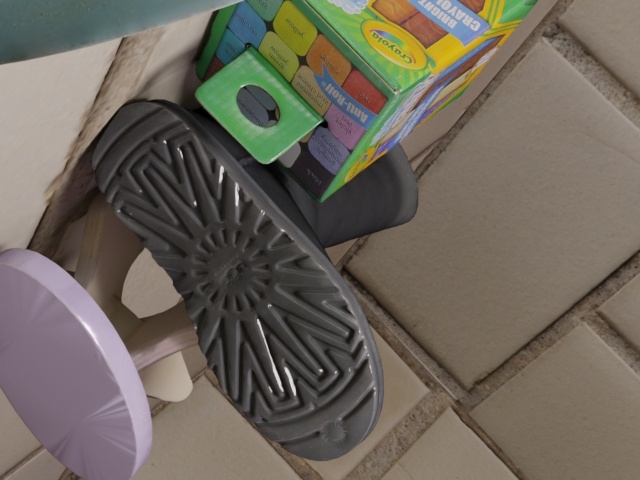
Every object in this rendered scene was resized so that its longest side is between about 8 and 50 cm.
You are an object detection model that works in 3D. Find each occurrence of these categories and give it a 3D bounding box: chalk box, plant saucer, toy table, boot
[{"bbox_3d":[0.021,-0.174,1.070,0.289,0.180,0.179,-39,172,-37],"label":"chalk box"},{"bbox_3d":[-0.064,-0.167,0.615,0.317,0.044,0.317,-15,-157,7],"label":"plant saucer"},{"bbox_3d":[-0.213,0.093,1.201,0.161,0.252,0.274,-48,146,-44],"label":"toy table"},{"bbox_3d":[-0.001,-0.002,1.247,0.146,0.367,0.445,-34,176,20],"label":"boot"}]
